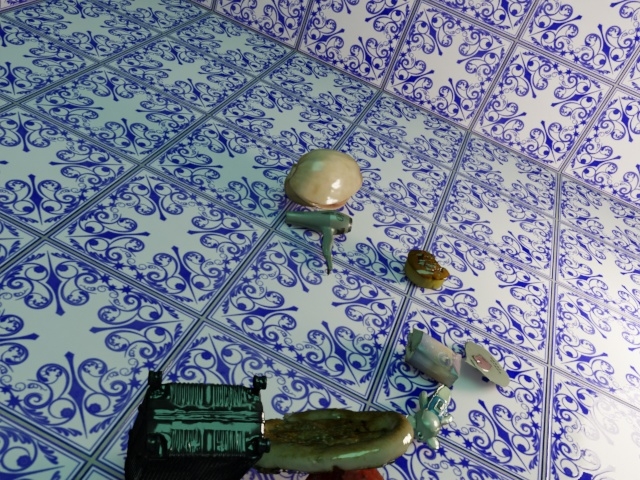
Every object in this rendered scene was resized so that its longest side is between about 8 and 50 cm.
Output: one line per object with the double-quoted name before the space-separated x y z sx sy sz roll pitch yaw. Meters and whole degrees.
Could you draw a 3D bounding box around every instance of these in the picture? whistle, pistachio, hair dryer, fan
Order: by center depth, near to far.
"whistle" 0.294 0.456 1.715 0.114 0.077 0.235 40 32 9
"fan" 0.450 0.352 1.897 0.310 0.010 0.182 16 30 -44
"hair dryer" -0.030 -0.020 2.162 0.229 0.092 0.267 19 45 8
"pistachio" 0.006 -0.209 2.293 0.308 0.230 0.230 -1 41 -44

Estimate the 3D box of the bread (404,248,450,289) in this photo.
"bread" 0.346 0.097 2.188 0.125 0.086 0.156 -9 45 -34

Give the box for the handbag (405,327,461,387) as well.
"handbag" 0.317 0.336 1.870 0.173 0.095 0.117 33 29 1

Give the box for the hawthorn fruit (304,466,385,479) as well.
"hawthorn fruit" 0.049 0.550 1.362 0.205 0.205 0.253 -2 31 -30

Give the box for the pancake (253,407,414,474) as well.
"pancake" 0.003 0.429 1.421 0.381 0.071 0.382 -4 -1 0

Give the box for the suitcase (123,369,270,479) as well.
"suitcase" -0.251 0.392 1.270 0.229 0.335 0.152 8 53 -20
